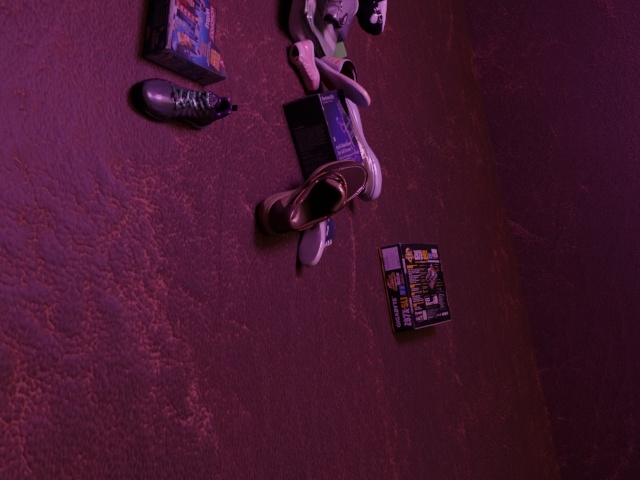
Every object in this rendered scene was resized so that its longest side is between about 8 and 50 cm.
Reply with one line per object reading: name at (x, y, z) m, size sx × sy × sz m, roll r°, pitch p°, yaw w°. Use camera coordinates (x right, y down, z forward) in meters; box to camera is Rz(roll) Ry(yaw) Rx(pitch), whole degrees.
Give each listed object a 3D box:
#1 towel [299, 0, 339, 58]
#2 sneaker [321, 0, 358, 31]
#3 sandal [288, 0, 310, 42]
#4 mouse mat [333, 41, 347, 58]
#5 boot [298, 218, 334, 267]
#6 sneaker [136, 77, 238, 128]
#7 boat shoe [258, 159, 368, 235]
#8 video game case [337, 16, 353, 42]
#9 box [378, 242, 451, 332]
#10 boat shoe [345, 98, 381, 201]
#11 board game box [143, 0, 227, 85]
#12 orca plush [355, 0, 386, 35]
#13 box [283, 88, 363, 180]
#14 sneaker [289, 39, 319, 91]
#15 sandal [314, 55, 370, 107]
towel at (0.032, -0.670, 2.087) m, size 0.248 × 0.038 × 0.325 m, roll 49°, pitch 53°, yaw -64°
sneaker at (0.043, -0.628, 1.970) m, size 0.229 × 0.086 × 0.132 m, roll 71°, pitch 38°, yaw -55°
sandal at (-0.037, -0.729, 2.084) m, size 0.169 × 0.102 × 0.416 m, roll 52°, pitch 49°, yaw -62°
mouse mat at (0.022, -0.590, 2.241) m, size 0.189 × 0.007 × 0.153 m, roll -43°, pitch 116°, yaw -59°
boot at (0.000, 0.000, 1.895) m, size 0.086 × 0.069 × 0.190 m, roll 45°, pitch 40°, yaw -41°
sneaker at (-0.256, -0.277, 1.505) m, size 0.223 × 0.098 × 0.083 m, roll 1°, pitch 79°, yaw -62°
boat shoe at (0.014, -0.100, 1.799) m, size 0.342 × 0.123 × 0.123 m, roll -26°, pitch 110°, yaw -41°
video game case at (0.045, -0.744, 2.318) m, size 0.196 × 0.026 × 0.274 m, roll 55°, pitch 34°, yaw -32°
box at (0.296, 0.139, 2.380) m, size 0.322 × 0.079 × 0.257 m, roll 0°, pitch 78°, yaw -61°
boat shoe at (0.077, -0.247, 2.127) m, size 0.094 × 0.109 × 0.302 m, roll -13°, pitch 81°, yaw -47°
board game box at (-0.267, -0.413, 1.581) m, size 0.194 × 0.060 × 0.194 m, roll 35°, pitch 49°, yaw -53°
orca plush at (0.113, -0.702, 2.079) m, size 0.102 × 0.151 × 0.287 m, roll -12°, pitch 112°, yaw -44°
box at (0.009, -0.272, 1.983) m, size 0.153 × 0.108 × 0.207 m, roll -33°, pitch 108°, yaw -60°
sneaker at (-0.046, -0.454, 2.022) m, size 0.070 × 0.051 × 0.134 m, roll -21°, pitch 107°, yaw -46°
sandal at (0.073, -0.427, 2.049) m, size 0.265 × 0.076 × 0.102 m, roll 43°, pitch -13°, yaw 45°
